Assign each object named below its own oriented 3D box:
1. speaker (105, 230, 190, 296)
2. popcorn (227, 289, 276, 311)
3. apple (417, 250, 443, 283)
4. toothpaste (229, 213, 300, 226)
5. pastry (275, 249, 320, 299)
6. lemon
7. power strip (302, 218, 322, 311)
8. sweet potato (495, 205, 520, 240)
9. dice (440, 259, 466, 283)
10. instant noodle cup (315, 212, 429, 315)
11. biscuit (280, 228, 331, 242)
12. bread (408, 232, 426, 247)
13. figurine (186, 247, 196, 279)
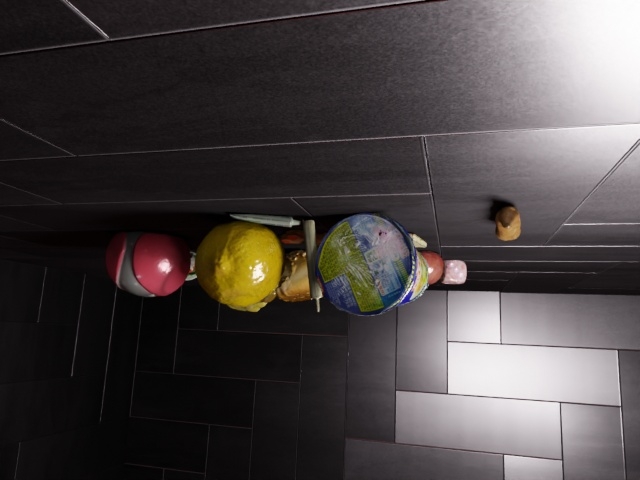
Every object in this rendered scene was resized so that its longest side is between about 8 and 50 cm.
[{"bbox_3d":[-0.629,0.071,1.801,0.294,0.294,0.294,3,169,0],"label":"speaker"},{"bbox_3d":[-0.254,0.100,1.694,0.293,0.293,0.237,2,-153,2],"label":"popcorn"},{"bbox_3d":[0.389,0.105,1.876,0.153,0.120,0.153,3,170,1],"label":"apple"},{"bbox_3d":[-0.154,-0.058,1.390,0.197,0.029,0.048,6,173,1],"label":"toothpaste"},{"bbox_3d":[-0.067,0.137,1.984,0.284,0.184,0.315,-11,166,12],"label":"pastry"},{"bbox_3d":[-0.228,0.063,1.450,0.253,0.253,0.310,-2,-177,23],"label":"lemon"},{"bbox_3d":[-0.022,0.069,1.408,0.034,0.268,0.092,-6,178,-2],"label":"power strip"},{"bbox_3d":[0.463,-0.042,1.228,0.059,0.067,0.281,34,-177,24],"label":"sweet potato"},{"bbox_3d":[0.547,0.131,2.049,0.091,0.093,0.094,3,168,-1],"label":"dice"},{"bbox_3d":[0.178,0.085,1.427,0.284,0.284,0.312,-3,170,26],"label":"instant noodle cup"},{"bbox_3d":[0.000,0.001,1.648,0.250,0.036,0.165,5,170,-15],"label":"biscuit"},{"bbox_3d":[0.291,0.002,1.601,0.068,0.028,0.153,-2,169,28],"label":"bread"},{"bbox_3d":[-0.554,0.081,2.046,0.132,0.132,0.154,4,157,-5],"label":"figurine"}]
